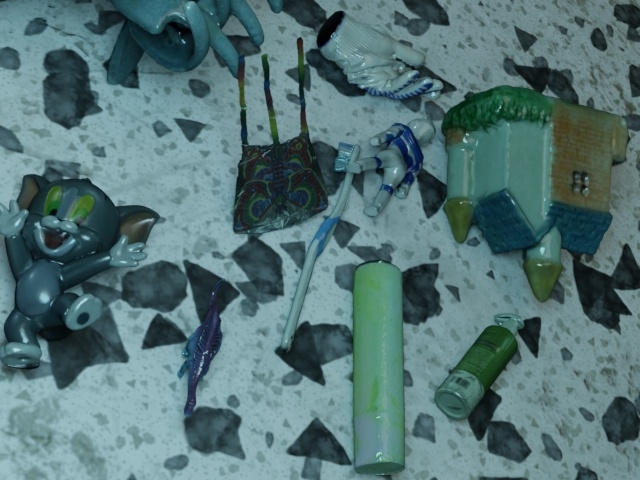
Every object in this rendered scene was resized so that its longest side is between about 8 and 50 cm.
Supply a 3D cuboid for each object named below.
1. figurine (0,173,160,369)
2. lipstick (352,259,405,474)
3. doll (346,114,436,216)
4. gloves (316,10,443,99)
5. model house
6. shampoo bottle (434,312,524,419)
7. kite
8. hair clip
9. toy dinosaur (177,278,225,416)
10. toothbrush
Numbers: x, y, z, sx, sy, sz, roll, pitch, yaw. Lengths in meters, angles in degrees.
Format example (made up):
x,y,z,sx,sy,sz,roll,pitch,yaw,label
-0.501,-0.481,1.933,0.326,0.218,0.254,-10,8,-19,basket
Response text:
x,y,z,sx,sy,sz,roll,pitch,yaw,label
-0.308,0.035,1.279,0.193,0.140,0.265,6,73,0,figurine
0.082,0.173,1.455,0.076,0.076,0.304,13,59,-23,lipstick
0.123,-0.133,1.651,0.227,0.057,0.114,-44,115,-38,doll
0.100,-0.292,1.697,0.229,0.097,0.119,26,66,-12,gloves
0.333,-0.054,1.673,0.267,0.194,0.325,11,74,-27,model house
0.244,0.180,1.550,0.065,0.065,0.204,46,53,0,shampoo bottle
-0.061,-0.142,1.448,0.152,0.285,0.015,-15,34,-21,kite
-0.180,-0.383,1.409,0.238,0.392,0.318,17,65,22,hair clip
-0.152,0.140,1.340,0.045,0.080,0.197,21,57,-14,toy dinosaur
0.004,0.001,1.525,0.040,0.040,0.386,26,55,-14,toothbrush
